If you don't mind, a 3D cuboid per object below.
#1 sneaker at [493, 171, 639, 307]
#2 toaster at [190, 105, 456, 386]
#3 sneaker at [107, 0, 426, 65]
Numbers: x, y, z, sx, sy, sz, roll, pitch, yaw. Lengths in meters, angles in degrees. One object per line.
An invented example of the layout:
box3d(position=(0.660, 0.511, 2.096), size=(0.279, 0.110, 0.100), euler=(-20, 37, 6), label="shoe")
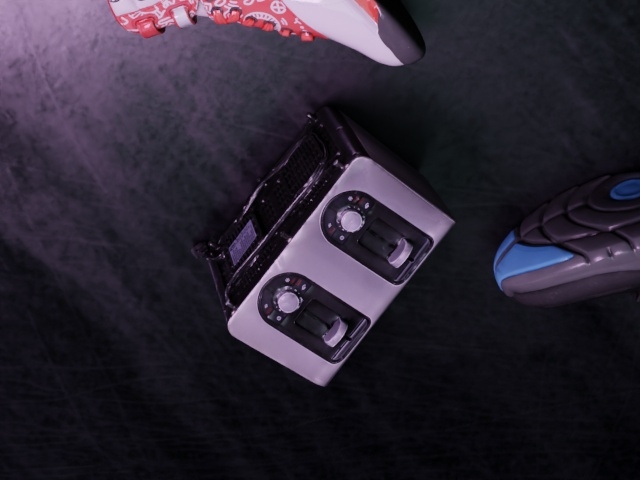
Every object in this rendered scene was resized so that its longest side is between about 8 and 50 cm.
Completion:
box3d(position=(0.309, 0.013, 1.403), size=(0.341, 0.125, 0.139), euler=(-13, 118, 5), label="sneaker")
box3d(position=(0.000, 0.000, 1.360), size=(0.110, 0.185, 0.168), euler=(35, 99, -19), label="toaster")
box3d(position=(-0.061, -0.187, 1.315), size=(0.270, 0.090, 0.145), euler=(40, 107, -14), label="sneaker")
